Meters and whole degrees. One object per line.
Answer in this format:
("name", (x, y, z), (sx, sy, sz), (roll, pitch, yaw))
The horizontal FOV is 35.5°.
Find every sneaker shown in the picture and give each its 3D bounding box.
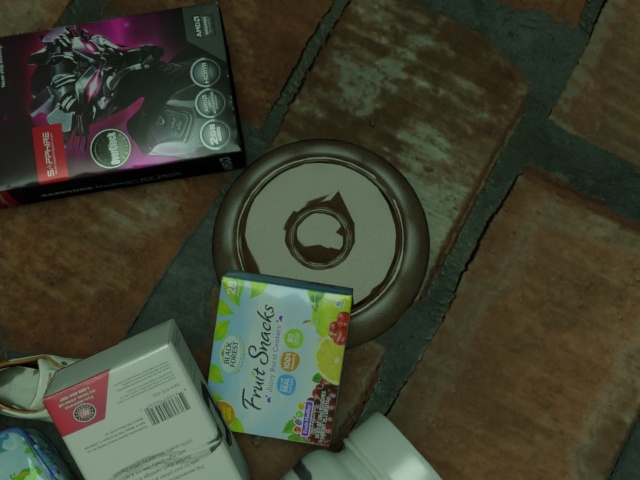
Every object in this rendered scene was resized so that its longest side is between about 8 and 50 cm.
("sneaker", (-0.312, 0.208, 1.325), (0.290, 0.123, 0.105), (2, 76, 0))

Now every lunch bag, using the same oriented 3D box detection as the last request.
("lunch bag", (-0.393, 0.371, 1.309), (0.176, 0.090, 0.219), (-38, 79, -4))

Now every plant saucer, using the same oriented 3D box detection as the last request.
("plant saucer", (0.000, 0.000, 1.404), (0.311, 0.050, 0.310), (0, 79, 1))

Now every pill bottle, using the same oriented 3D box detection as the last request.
("pill bottle", (-0.007, 0.394, 1.241), (0.361, 0.204, 0.204), (-40, 81, -7))

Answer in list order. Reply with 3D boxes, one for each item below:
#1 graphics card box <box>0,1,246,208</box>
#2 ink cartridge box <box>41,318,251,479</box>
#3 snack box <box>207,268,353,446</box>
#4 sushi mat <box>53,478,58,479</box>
("graphics card box", (-0.303, -0.190, 1.422), (0.371, 0.094, 0.232), (-9, 78, -2))
("ink cartridge box", (-0.211, 0.247, 1.255), (0.172, 0.100, 0.237), (-24, 105, 1))
("snack box", (-0.056, 0.154, 1.331), (0.175, 0.070, 0.207), (9, 97, 2))
("sushi mat", (-0.323, 0.465, 1.230), (0.151, 0.019, 0.316), (-31, 79, -3))
